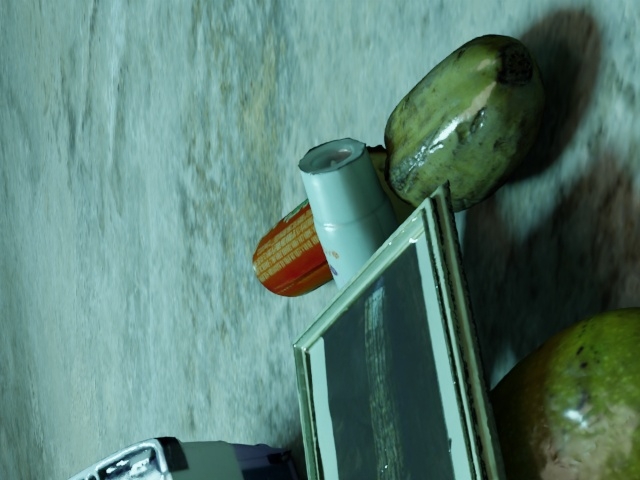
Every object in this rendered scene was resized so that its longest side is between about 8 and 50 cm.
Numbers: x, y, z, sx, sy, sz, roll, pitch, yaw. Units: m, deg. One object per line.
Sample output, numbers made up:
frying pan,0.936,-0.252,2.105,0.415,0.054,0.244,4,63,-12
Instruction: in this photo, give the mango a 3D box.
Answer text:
mango,0.142,0.182,0.699,0.176,0.175,0.330,14,117,19

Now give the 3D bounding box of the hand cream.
hand cream,0.062,0.078,0.876,0.085,0.058,0.331,23,142,54

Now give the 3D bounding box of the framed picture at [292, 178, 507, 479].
framed picture,0.042,0.144,0.726,0.231,0.018,0.293,129,141,-51

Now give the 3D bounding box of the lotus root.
lotus root,0.095,-0.072,0.777,0.179,0.080,0.089,136,132,-59

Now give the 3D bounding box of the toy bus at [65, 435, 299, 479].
toy bus,-0.091,0.418,1.148,0.209,0.249,0.440,-33,68,32

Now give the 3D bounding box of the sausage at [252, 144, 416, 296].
sausage,0.000,0.000,0.999,0.264,0.083,0.083,-35,69,63
